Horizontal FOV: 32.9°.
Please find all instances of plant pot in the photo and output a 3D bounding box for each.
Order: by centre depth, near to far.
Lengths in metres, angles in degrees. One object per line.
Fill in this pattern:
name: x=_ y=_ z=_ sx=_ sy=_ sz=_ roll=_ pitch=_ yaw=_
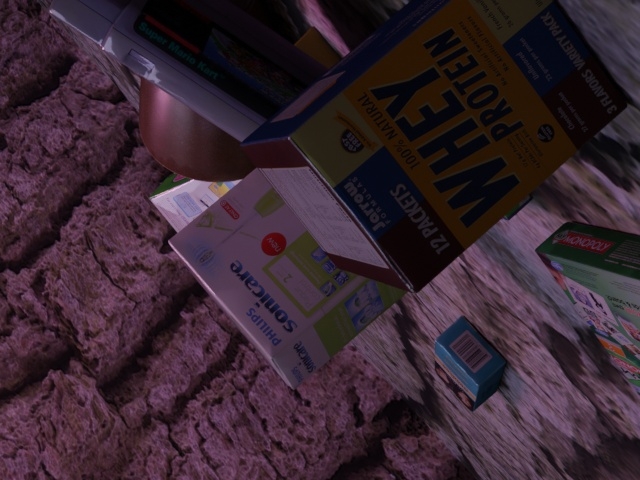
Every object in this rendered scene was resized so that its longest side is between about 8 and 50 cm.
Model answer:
plant pot: x=-0.018 y=-0.182 z=1.256 sx=0.081 sy=0.083 sz=0.081 roll=50 pitch=172 yaw=1
plant pot: x=-0.132 y=-0.225 z=1.345 sx=0.215 sy=0.215 sz=0.230 roll=46 pitch=158 yaw=24

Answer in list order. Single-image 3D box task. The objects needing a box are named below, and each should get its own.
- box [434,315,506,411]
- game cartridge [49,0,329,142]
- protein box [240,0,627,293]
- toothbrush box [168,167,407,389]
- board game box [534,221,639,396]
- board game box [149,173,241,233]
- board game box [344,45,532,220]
box: x=0.237 y=0.203 z=1.748 sx=0.100 sy=0.060 sz=0.244 roll=47 pitch=172 yaw=18
game cartridge: x=-0.080 y=-0.175 z=1.075 sx=0.355 sy=0.068 sz=0.230 roll=33 pitch=-160 yaw=-14
protein box: x=0.071 y=-0.084 z=0.799 sx=0.136 sy=0.200 sz=0.201 roll=51 pitch=172 yaw=-11
toothbrush box: x=0.000 y=0.000 z=1.290 sx=0.206 sy=0.283 sz=0.122 roll=46 pitch=172 yaw=27
board game box: x=0.315 y=0.095 z=0.861 sx=0.213 sy=0.046 sz=0.317 roll=51 pitch=172 yaw=-17
board game box: x=-0.081 y=-0.039 z=1.687 sx=0.316 sy=0.064 sz=0.242 roll=-20 pitch=117 yaw=39
board game box: x=0.111 y=-0.111 z=1.059 sx=0.201 sy=0.035 sz=0.136 roll=52 pitch=172 yaw=-15
